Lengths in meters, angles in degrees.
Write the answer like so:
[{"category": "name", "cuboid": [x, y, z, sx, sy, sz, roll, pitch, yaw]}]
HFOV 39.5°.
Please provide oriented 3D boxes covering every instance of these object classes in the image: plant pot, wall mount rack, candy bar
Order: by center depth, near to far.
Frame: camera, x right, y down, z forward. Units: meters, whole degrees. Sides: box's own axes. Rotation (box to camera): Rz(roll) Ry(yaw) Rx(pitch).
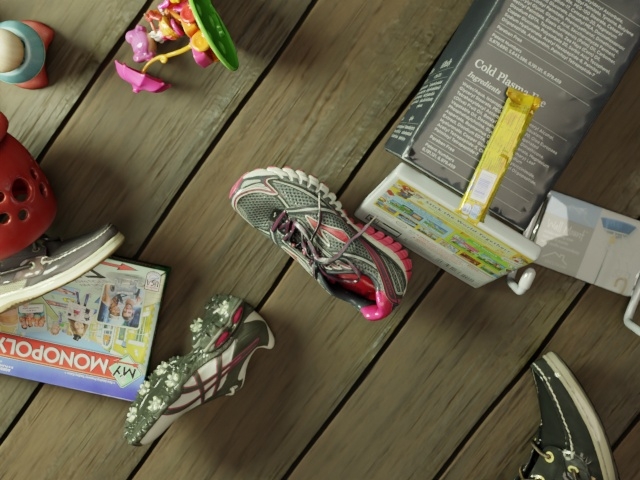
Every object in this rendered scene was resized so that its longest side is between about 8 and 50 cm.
[{"category": "candy bar", "cuboid": [0.199, -0.094, 1.012, 0.040, 0.018, 0.161, 24, 98, 0]}, {"category": "plant pot", "cuboid": [-0.489, -0.081, 1.239, 0.191, 0.191, 0.174, -17, 124, 2]}, {"category": "wall mount rack", "cuboid": [0.431, -0.035, 1.312, 0.350, 0.130, 0.304, 19, 98, -4]}]

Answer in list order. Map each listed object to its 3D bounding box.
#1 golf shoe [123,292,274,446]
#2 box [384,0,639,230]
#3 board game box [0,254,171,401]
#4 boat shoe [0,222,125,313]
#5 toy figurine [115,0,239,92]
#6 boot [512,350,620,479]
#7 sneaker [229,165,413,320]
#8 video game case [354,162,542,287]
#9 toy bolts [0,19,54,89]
[{"category": "golf shoe", "cuboid": [-0.180, 0.212, 1.340, 0.120, 0.105, 0.273, 43, 84, -26]}, {"category": "box", "cuboid": [0.246, -0.205, 1.177, 0.179, 0.343, 0.312, 30, 98, -3]}, {"category": "board game box", "cuboid": [-0.407, 0.111, 1.367, 0.317, 0.046, 0.214, 12, 97, -2]}, {"category": "boat shoe", "cuboid": [-0.422, 0.035, 1.283, 0.285, 0.103, 0.092, -25, 103, 8]}, {"category": "toy figurine", "cuboid": [-0.225, -0.288, 1.287, 0.159, 0.130, 0.173, -25, 76, 12]}, {"category": "boot", "cuboid": [0.307, 0.383, 1.376, 0.284, 0.138, 0.377, -18, 104, 2]}, {"category": "sneaker", "cuboid": [0.000, 0.000, 1.300, 0.299, 0.112, 0.121, 31, 131, -4]}, {"category": "video game case", "cuboid": [0.175, -0.015, 1.280, 0.227, 0.206, 0.026, 31, 71, -5]}, {"category": "toy bolts", "cuboid": [-0.504, -0.247, 1.254, 0.228, 0.158, 0.218, 4, 98, -1]}]
